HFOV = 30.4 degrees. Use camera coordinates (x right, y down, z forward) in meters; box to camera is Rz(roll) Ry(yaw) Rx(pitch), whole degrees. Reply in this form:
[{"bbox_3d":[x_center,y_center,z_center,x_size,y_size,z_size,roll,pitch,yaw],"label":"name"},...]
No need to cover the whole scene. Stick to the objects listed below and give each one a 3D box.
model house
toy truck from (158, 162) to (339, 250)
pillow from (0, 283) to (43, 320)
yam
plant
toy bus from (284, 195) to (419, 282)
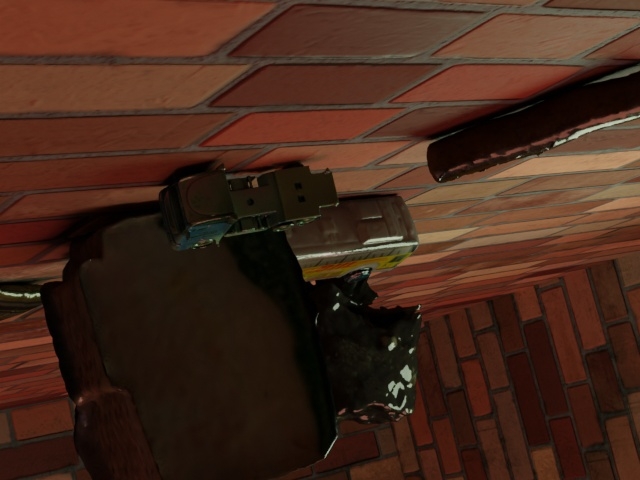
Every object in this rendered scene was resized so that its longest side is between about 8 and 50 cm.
[{"bbox_3d":[-0.171,0.130,1.285,0.243,0.298,0.284,-14,176,-35],"label":"model house"},{"bbox_3d":[-0.061,-0.040,1.126,0.175,0.067,0.081,-10,169,-23],"label":"toy truck"},{"bbox_3d":[-0.431,0.092,1.470,0.203,0.038,0.113,-20,169,31],"label":"pillow"},{"bbox_3d":[0.214,-0.109,1.158,0.241,0.056,0.057,-19,170,26],"label":"yam"},{"bbox_3d":[0.052,0.148,1.831,0.189,0.276,0.199,-4,164,-16],"label":"plant"},{"bbox_3d":[0.000,0.000,1.420,0.268,0.092,0.106,-6,158,-39],"label":"toy bus"}]
